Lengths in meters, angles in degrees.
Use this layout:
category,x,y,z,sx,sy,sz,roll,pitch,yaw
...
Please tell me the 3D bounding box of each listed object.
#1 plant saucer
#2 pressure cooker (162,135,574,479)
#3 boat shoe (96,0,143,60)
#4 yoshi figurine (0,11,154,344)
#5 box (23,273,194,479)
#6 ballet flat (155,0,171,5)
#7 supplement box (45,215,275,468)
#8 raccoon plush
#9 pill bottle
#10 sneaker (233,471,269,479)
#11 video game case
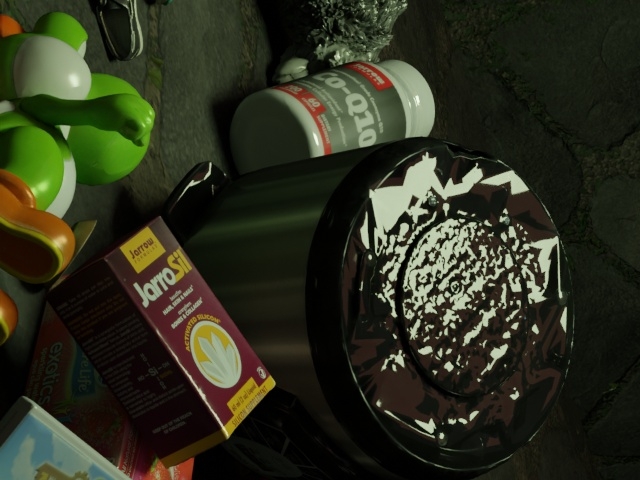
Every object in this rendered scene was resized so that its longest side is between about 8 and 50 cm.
category,x,y,z,sx,sy,sz,roll,pitch,yaw
plant saucer,-0.246,0.010,1.376,0.015,0.083,0.083,36,32,-13
pressure cooker,0.024,0.087,1.591,0.376,0.420,0.369,-3,88,-39
boat shoe,-0.236,-0.267,1.636,0.038,0.046,0.125,-62,144,-70
yoshi figurine,-0.238,-0.066,1.291,0.362,0.204,0.203,-85,170,-49
box,-0.193,0.155,1.337,0.256,0.123,0.128,-85,154,-43
ballet flat,-0.194,-0.348,1.826,0.052,0.057,0.168,41,26,-14
supplement box,-0.138,0.087,1.247,0.188,0.081,0.104,56,32,-7
raccoon plush,0.113,-0.343,2.201,0.216,0.447,0.299,-139,-151,-72
pill bottle,0.024,-0.159,1.982,0.283,0.161,0.161,-25,102,-45
sneaker,-0.045,0.424,1.602,0.148,0.131,0.350,34,38,-61
video game case,-0.233,0.247,1.126,0.193,0.023,0.212,-53,141,-13
